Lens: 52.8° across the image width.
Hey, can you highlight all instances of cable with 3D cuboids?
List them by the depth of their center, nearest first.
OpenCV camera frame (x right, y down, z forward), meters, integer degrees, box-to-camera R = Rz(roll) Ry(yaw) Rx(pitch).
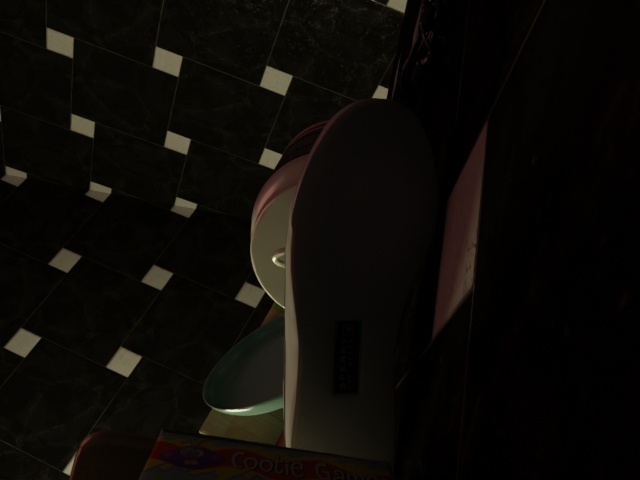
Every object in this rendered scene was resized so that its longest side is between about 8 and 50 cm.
[{"bbox_3d":[0.135,-0.267,0.841,0.184,0.047,0.151,89,-169,-77],"label":"cable"}]

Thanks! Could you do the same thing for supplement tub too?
[{"bbox_3d":[0.019,-0.036,0.816,0.272,0.191,0.191,-75,-5,-67],"label":"supplement tub"}]

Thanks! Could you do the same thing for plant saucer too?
[{"bbox_3d":[-0.059,0.209,1.147,0.044,0.317,0.317,62,-165,-16],"label":"plant saucer"}]

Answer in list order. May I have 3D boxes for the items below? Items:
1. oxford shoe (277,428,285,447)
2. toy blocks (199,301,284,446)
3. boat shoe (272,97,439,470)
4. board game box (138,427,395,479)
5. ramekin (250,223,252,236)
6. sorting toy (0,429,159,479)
[{"bbox_3d":[-0.009,0.376,1.115,0.397,0.146,0.140,-58,5,36],"label":"oxford shoe"},{"bbox_3d":[-0.056,0.329,1.320,0.381,0.260,0.191,-60,-10,-18],"label":"toy blocks"},{"bbox_3d":[0.023,0.054,0.623,0.156,0.135,0.367,-159,71,-78],"label":"boat shoe"},{"bbox_3d":[-0.031,0.203,0.254,0.275,0.142,0.144,-118,38,-84],"label":"board game box"},{"bbox_3d":[0.000,0.000,1.340,0.127,0.272,0.273,75,-157,-57],"label":"ramekin"},{"bbox_3d":[-0.120,0.243,0.408,0.041,0.307,0.229,-21,56,63],"label":"sorting toy"}]
